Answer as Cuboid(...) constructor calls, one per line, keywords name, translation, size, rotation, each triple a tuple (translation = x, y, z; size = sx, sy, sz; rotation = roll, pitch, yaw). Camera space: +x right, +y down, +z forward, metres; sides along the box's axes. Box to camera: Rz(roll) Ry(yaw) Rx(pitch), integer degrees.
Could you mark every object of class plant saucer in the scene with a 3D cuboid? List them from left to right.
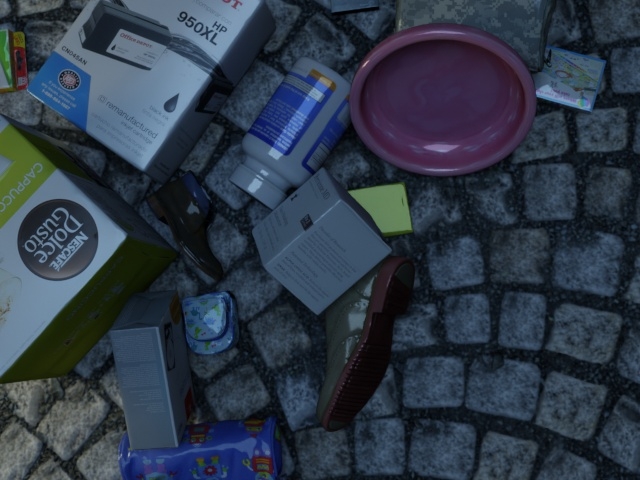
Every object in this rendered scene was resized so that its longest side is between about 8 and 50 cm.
Cuboid(name="plant saucer", translation=(0.219, -0.261, 1.746), size=(0.332, 0.332, 0.084), rotation=(3, 48, 6))

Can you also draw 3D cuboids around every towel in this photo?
Cuboid(name="towel", translation=(0.053, -0.044, 1.856), size=(0.237, 0.021, 0.102), rotation=(-10, 88, 3))

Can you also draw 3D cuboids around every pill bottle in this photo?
Cuboid(name="pill bottle", translation=(-0.052, -0.194, 1.815), size=(0.152, 0.152, 0.272), rotation=(35, 88, 8))

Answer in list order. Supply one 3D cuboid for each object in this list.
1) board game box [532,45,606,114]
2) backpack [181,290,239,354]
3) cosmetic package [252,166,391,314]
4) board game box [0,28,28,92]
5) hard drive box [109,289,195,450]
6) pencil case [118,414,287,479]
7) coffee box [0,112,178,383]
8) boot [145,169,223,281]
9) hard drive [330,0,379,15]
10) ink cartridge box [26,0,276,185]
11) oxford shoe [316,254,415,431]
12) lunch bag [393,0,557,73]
Cuboid(name="board game box", translation=(0.452, -0.310, 1.842), size=(0.154, 0.026, 0.103), rotation=(17, 85, 7))
Cuboid(name="backpack", translation=(-0.208, 0.157, 1.825), size=(0.105, 0.084, 0.114), rotation=(-9, 86, 8))
Cuboid(name="cosmetic package", translation=(0.000, 0.000, 1.748), size=(0.184, 0.151, 0.151), rotation=(-42, 119, 9))
Cuboid(name="board game box", translation=(-0.723, -0.351, 1.957), size=(0.259, 0.039, 0.124), rotation=(-7, 85, 2))
Cuboid(name="hard drive box", translation=(-0.298, 0.229, 1.739), size=(0.089, 0.181, 0.232), rotation=(-5, 108, 4))
Cuboid(name="pencil case", translation=(-0.213, 0.399, 1.783), size=(0.306, 0.119, 0.133), rotation=(-6, 122, 4))
Cuboid(name="coffee box", translation=(-0.518, 0.024, 1.741), size=(0.334, 0.338, 0.337), rotation=(42, 90, 8))
Cuboid(name="boot", translation=(-0.232, -0.031, 1.850), size=(0.106, 0.082, 0.219), rotation=(-40, 80, 3))
Cuboid(name="hard drive", translation=(0.062, -0.514, 1.904), size=(0.094, 0.022, 0.135), rotation=(-6, 83, 5))
Cuboid(name="ink cartridge box", translation=(-0.315, -0.352, 1.849), size=(0.285, 0.166, 0.395), rotation=(34, 87, 8))
Cuboid(name="oxford shoe", translation=(0.059, 0.181, 1.800), size=(0.130, 0.123, 0.348), rotation=(21, 87, 34))
Cuboid(name="lunch bag", translation=(0.285, -0.443, 1.776), size=(0.305, 0.212, 0.256), rotation=(9, 90, 13))
